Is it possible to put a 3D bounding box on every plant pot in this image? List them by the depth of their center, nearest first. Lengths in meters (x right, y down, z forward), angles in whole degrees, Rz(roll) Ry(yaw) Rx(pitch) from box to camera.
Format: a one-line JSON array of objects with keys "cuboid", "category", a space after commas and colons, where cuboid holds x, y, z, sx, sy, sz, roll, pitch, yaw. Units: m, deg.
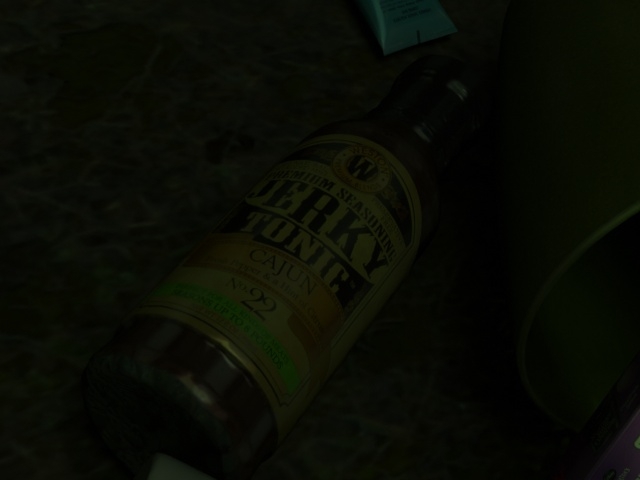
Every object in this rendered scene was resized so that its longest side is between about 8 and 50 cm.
[{"cuboid": [0.227, -0.064, 0.793, 0.274, 0.275, 0.294, 9, 44, -22], "category": "plant pot"}]

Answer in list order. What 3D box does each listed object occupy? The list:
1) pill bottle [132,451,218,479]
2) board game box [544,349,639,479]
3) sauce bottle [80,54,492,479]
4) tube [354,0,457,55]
[{"cuboid": [0.048, 0.251, 0.513, 0.363, 0.210, 0.210, 30, 52, -6], "category": "pill bottle"}, {"cuboid": [0.243, 0.133, 0.627, 0.208, 0.347, 0.056, 29, 16, -11], "category": "board game box"}, {"cuboid": [0.000, 0.000, 0.714, 0.111, 0.111, 0.344, 39, 51, 0], "category": "sauce bottle"}, {"cuboid": [0.026, -0.238, 0.918, 0.080, 0.052, 0.207, -25, 79, -31], "category": "tube"}]
